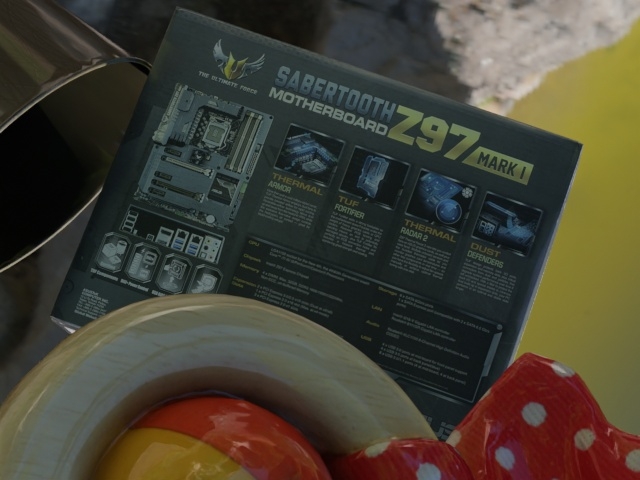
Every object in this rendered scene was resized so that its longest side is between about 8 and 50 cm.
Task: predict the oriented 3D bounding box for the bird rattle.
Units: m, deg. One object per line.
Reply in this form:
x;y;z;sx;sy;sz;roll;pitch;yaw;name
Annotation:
-0.004;0.103;0.442;0.207;0.143;0.253;46;62;-3;bird rattle

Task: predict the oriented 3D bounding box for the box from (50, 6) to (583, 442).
0.000;0.000;0.776;0.232;0.059;0.183;19;79;5;box

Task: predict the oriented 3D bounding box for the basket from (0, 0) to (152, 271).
-0.232;-0.105;0.798;0.154;0.227;0.204;-55;171;24;basket
